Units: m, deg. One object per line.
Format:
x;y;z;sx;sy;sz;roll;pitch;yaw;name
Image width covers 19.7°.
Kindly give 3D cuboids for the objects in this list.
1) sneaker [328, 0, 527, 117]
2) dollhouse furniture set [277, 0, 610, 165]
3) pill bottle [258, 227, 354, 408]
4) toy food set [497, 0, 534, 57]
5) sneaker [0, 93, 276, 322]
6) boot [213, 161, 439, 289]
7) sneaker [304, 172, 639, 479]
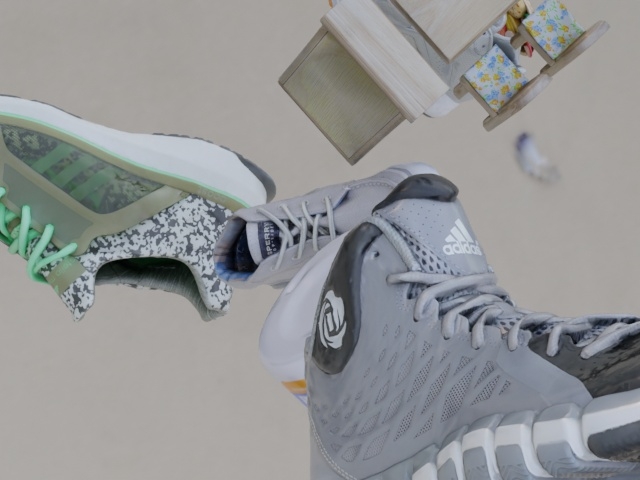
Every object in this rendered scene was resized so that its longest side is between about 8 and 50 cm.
0.100;-0.215;1.697;0.262;0.121;0.099;38;43;-49;sneaker
0.100;-0.190;1.519;0.242;0.161;0.212;-43;91;-19;dollhouse furniture set
0.094;0.124;1.416;0.272;0.152;0.152;44;60;-22;pill bottle
0.196;-0.224;1.877;0.020;0.083;0.083;-24;94;-17;toy food set
-0.249;-0.018;1.768;0.410;0.158;0.182;9;62;-8;sneaker
0.000;0.000;1.530;0.123;0.258;0.095;-5;78;-25;boot
0.063;0.029;0.638;0.086;0.228;0.132;7;66;-41;sneaker
